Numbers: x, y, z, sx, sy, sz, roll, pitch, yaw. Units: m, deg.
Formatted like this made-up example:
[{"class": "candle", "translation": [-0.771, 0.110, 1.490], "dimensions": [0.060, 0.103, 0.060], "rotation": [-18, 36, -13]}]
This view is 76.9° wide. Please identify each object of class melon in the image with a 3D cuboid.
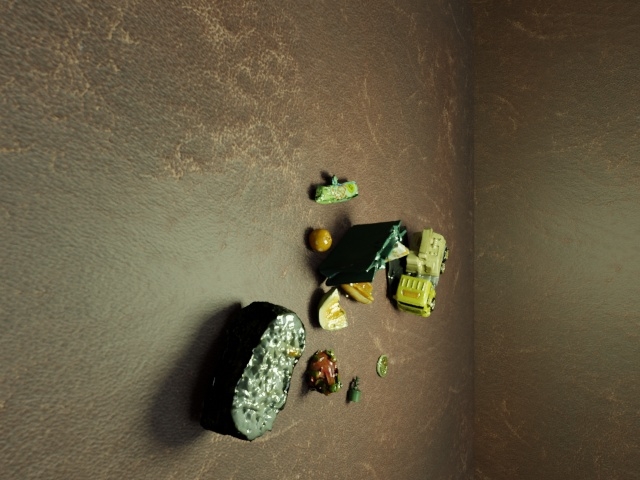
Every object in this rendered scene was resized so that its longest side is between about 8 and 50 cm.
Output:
[{"class": "melon", "translation": [0.027, 0.247, 1.438], "dimensions": [0.128, 0.079, 0.160], "rotation": [-28, 116, -32]}]

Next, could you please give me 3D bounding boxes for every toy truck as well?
[{"class": "toy truck", "translation": [0.483, 0.142, 1.927], "dimensions": [0.254, 0.181, 0.404], "rotation": [50, 55, -54]}]

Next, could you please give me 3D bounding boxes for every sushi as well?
[{"class": "sushi", "translation": [-0.176, 0.331, 1.060], "dimensions": [0.211, 0.171, 0.349], "rotation": [45, 54, -43]}]

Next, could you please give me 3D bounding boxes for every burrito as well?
[{"class": "burrito", "translation": [0.063, -0.193, 1.490], "dimensions": [0.288, 0.054, 0.104], "rotation": [-20, 106, -53]}]

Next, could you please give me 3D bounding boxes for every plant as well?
[{"class": "plant", "translation": [0.141, 0.595, 1.619], "dimensions": [0.051, 0.051, 0.102], "rotation": [37, 56, -49]}]

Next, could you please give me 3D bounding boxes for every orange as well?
[{"class": "orange", "translation": [0.000, 0.000, 1.391], "dimensions": [0.083, 0.070, 0.083], "rotation": [11, 77, -56]}]

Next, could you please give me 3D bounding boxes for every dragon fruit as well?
[{"class": "dragon fruit", "translation": [0.019, 0.471, 1.405], "dimensions": [0.138, 0.175, 0.142], "rotation": [32, 95, -40]}]

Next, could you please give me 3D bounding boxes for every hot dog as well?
[{"class": "hot dog", "translation": [0.140, 0.188, 1.597], "dimensions": [0.250, 0.076, 0.104], "rotation": [40, 39, -52]}]

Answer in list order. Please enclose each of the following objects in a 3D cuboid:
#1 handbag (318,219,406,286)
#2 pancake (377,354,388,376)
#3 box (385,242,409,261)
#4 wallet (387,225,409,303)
[{"class": "handbag", "translation": [0.154, 0.038, 1.467], "dimensions": [0.326, 0.239, 0.089], "rotation": [-47, 117, -44]}, {"class": "pancake", "translation": [0.287, 0.579, 1.856], "dimensions": [0.108, 0.017, 0.107], "rotation": [8, 80, -57]}, {"class": "box", "translation": [0.224, 0.066, 1.582], "dimensions": [0.122, 0.221, 0.032], "rotation": [26, 46, -56]}, {"class": "wallet", "translation": [0.382, 0.115, 1.963], "dimensions": [0.247, 0.041, 0.322], "rotation": [-34, 121, -49]}]
